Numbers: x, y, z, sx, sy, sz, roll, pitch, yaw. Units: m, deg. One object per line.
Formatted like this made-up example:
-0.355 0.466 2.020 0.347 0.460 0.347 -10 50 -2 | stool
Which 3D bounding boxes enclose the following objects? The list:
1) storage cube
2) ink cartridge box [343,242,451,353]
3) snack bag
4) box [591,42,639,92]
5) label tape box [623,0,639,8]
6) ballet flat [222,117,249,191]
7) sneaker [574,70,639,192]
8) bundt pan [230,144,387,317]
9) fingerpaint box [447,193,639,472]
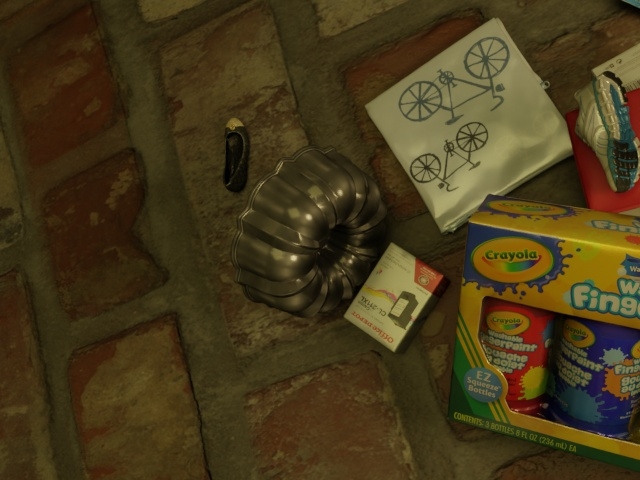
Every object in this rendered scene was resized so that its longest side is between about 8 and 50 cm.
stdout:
0.547 -0.135 1.179 0.214 0.183 0.193 -18 73 31 | storage cube
0.148 0.113 1.357 0.127 0.072 0.175 33 92 22 | ink cartridge box
0.299 -0.228 1.388 0.323 0.037 0.343 -33 70 12 | snack bag
0.560 -0.280 1.271 0.101 0.087 0.102 -29 70 13 | box
0.728 -0.483 1.212 0.347 0.115 0.249 30 92 13 | label tape box
-0.190 -0.192 1.556 0.057 0.049 0.173 -7 77 18 | ballet flat
0.447 -0.163 1.110 0.083 0.071 0.191 -22 71 57 | sneaker
0.000 0.000 1.287 0.124 0.330 0.331 30 91 37 | bundt pan
0.446 0.151 1.103 0.444 0.163 0.371 11 114 22 | fingerpaint box
